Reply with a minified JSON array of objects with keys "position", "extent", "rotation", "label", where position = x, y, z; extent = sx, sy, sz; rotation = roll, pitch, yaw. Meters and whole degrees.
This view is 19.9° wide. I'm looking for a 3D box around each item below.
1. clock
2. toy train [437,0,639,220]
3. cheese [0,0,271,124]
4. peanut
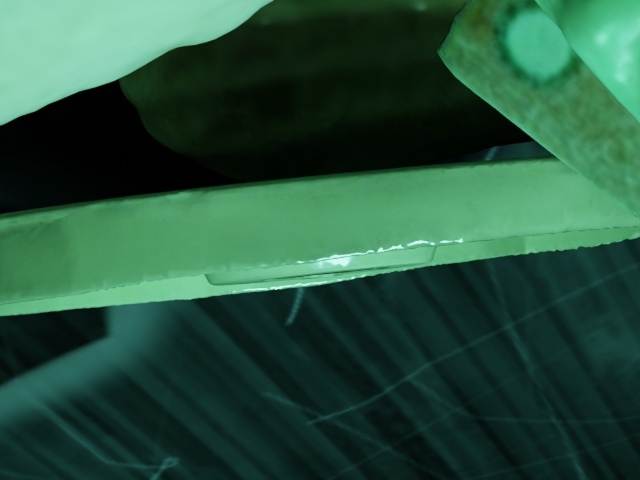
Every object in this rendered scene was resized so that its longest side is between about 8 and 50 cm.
[{"position":[0.000,0.000,0.556],"extent":[0.235,0.029,0.235],"rotation":[-6,179,0],"label":"clock"},{"position":[0.161,-0.103,0.393],"extent":[0.326,0.159,0.129],"rotation":[-40,167,-46],"label":"toy train"},{"position":[-0.125,-0.145,0.318],"extent":[0.332,0.153,0.292],"rotation":[-23,144,7],"label":"cheese"},{"position":[0.034,-0.063,0.553],"extent":[0.194,0.083,0.093],"rotation":[-9,148,-15],"label":"peanut"}]
